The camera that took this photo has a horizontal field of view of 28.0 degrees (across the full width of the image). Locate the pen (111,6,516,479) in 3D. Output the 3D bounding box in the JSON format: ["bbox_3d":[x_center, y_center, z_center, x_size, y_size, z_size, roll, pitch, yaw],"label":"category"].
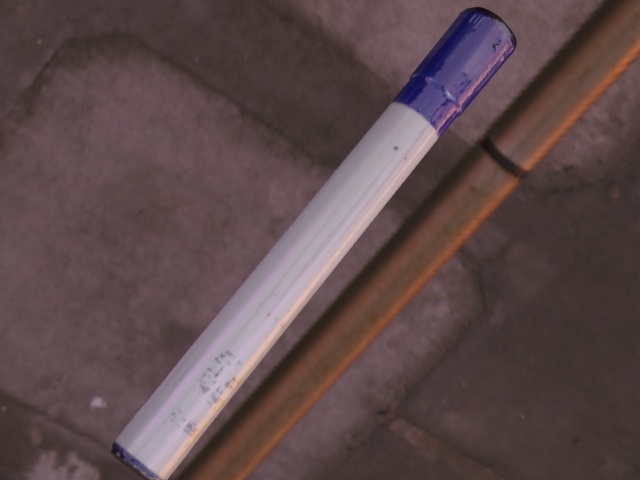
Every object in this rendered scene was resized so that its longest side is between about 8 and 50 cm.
[{"bbox_3d":[0.000,0.000,0.593,0.033,0.033,0.269,43,78,-23],"label":"pen"}]
